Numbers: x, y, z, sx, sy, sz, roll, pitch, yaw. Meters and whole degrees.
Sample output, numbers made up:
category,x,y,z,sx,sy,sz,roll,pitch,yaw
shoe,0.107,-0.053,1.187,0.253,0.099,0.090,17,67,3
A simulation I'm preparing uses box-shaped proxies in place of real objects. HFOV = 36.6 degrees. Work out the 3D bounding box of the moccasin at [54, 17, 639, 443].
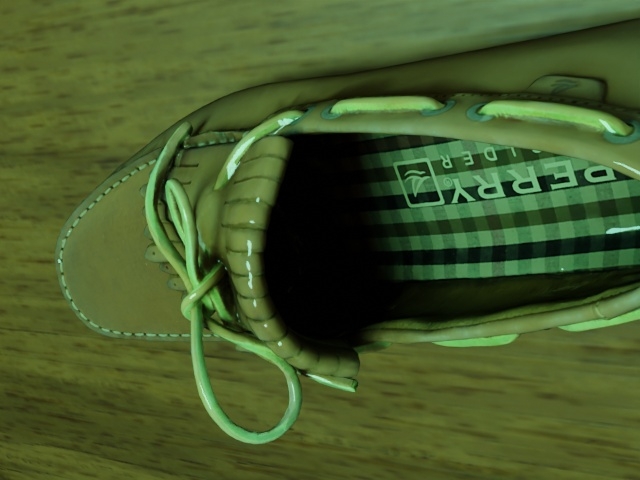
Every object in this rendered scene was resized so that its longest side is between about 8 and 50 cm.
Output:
category,x,y,z,sx,sy,sz,roll,pitch,yaw
moccasin,0.001,0.003,0.446,0.380,0.147,0.139,-3,114,37
